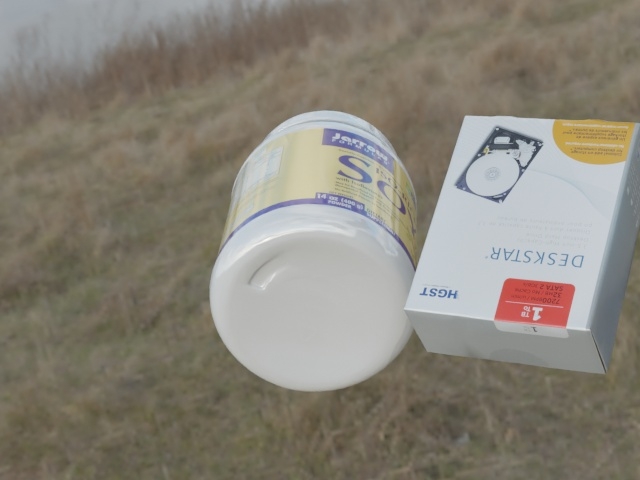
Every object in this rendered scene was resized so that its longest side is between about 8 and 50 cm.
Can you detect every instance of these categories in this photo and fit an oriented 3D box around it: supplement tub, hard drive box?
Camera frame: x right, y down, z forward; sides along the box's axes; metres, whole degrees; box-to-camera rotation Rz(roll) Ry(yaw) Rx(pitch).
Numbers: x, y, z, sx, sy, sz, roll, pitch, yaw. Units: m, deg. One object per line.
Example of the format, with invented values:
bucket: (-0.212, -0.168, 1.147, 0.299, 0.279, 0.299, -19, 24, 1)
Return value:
supplement tub: (0.000, 0.000, 1.560, 0.241, 0.241, 0.331, -11, 29, 10)
hard drive box: (0.204, -0.001, 1.229, 0.181, 0.089, 0.232, 4, 59, 26)
